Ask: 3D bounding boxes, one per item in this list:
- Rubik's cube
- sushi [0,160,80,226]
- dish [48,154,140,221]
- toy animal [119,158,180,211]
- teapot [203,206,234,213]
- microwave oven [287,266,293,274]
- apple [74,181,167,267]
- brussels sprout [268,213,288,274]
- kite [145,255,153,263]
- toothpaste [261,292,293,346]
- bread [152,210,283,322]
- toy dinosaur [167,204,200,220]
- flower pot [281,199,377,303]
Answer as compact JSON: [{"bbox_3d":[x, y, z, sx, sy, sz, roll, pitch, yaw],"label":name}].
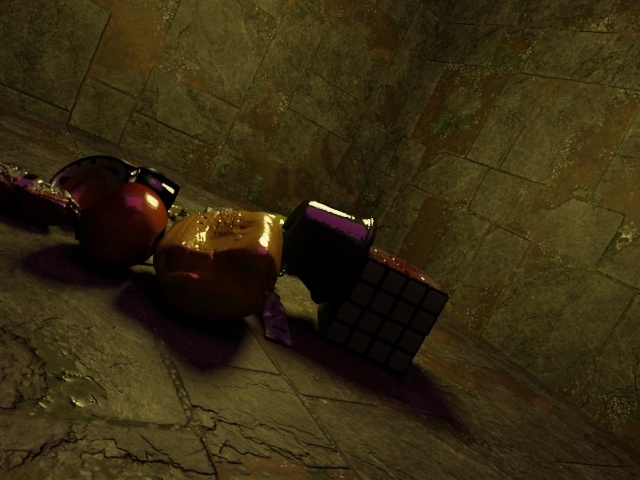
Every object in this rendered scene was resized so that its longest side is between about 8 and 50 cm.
[{"bbox_3d":[0.210,0.229,1.925,0.343,0.337,0.344,26,10,-8],"label":"Rubik's cube"},{"bbox_3d":[-0.869,-0.137,1.528,0.332,0.124,0.130,25,19,-19],"label":"sushi"},{"bbox_3d":[-0.752,-0.154,1.750,0.303,0.303,0.120,31,-32,25],"label":"dish"},{"bbox_3d":[-0.719,-0.186,1.971,0.309,0.251,0.251,31,6,-20],"label":"toy animal"},{"bbox_3d":[-0.511,-0.103,2.586,0.145,0.148,0.116,13,-25,-13],"label":"teapot"},{"bbox_3d":[-0.150,0.036,2.517,0.247,0.178,0.188,32,10,31],"label":"microwave oven"},{"bbox_3d":[-0.556,-0.040,1.498,0.206,0.252,0.272,41,-10,-6],"label":"apple"},{"bbox_3d":[-0.212,0.035,2.018,0.227,0.294,0.260,43,-30,25],"label":"brussels sprout"},{"bbox_3d":[-0.634,0.010,1.751,0.309,0.015,0.169,31,8,23],"label":"kite"},{"bbox_3d":[-0.145,0.253,1.674,0.096,0.061,0.266,25,15,-19],"label":"toothpaste"},{"bbox_3d":[-0.293,0.085,1.519,0.360,0.250,0.394,-1,22,-2],"label":"bread"},{"bbox_3d":[-0.689,-0.150,2.380,0.247,0.075,0.188,11,10,-43],"label":"toy dinosaur"},{"bbox_3d":[0.000,0.000,1.846,0.251,0.379,0.379,36,6,-13],"label":"flower pot"}]
